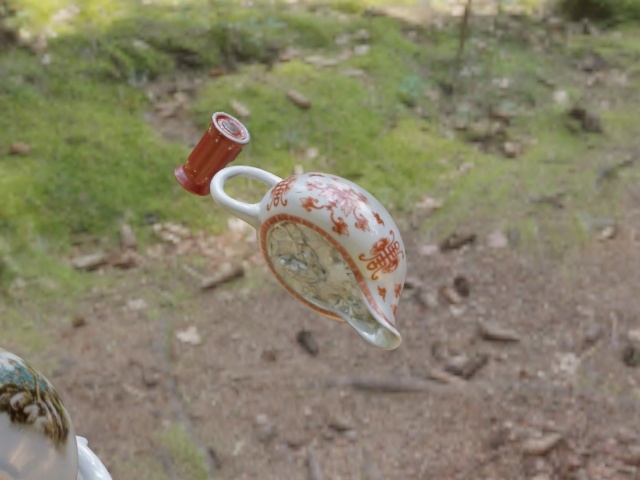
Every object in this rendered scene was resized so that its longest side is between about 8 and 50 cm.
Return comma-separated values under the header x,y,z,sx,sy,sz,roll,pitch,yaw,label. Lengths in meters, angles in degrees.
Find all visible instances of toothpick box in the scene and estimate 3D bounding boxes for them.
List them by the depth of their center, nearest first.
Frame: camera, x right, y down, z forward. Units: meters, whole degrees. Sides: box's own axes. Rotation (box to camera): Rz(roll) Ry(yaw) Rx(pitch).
x,y,z,sx,sy,sz,roll,pitch,yaw,label
-0.113,-0.087,1.319,0.047,0.083,0.047,29,29,-18,toothpick box

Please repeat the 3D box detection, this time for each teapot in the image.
x,y,z,sx,sy,sz,roll,pitch,yaw,label
-0.256,0.149,0.840,0.204,0.298,0.139,-48,39,11,teapot
0.000,0.000,1.243,0.245,0.159,0.116,30,64,17,teapot
